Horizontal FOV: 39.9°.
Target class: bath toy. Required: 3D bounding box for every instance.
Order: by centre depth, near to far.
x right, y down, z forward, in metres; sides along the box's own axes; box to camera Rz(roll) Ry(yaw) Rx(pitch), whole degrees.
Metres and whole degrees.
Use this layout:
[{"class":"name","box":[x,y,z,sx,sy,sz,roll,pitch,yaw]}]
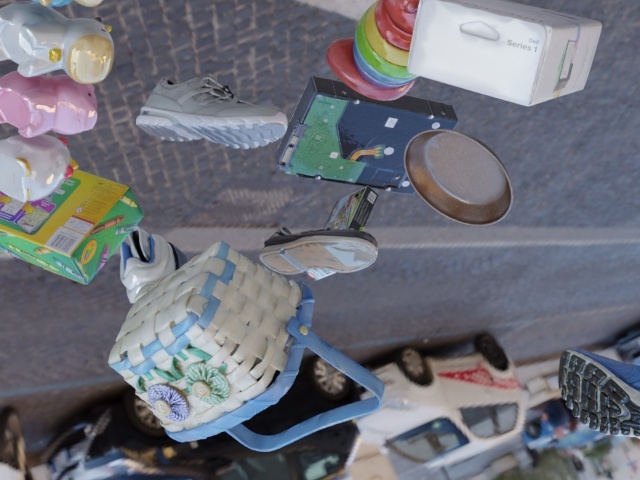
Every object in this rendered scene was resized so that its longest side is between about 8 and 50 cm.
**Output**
[{"class":"bath toy","box":[-0.354,-0.203,1.171,0.129,0.151,0.348,-51,168,-52]}]

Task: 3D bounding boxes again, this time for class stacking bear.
[{"class":"stacking bear","box":[0.142,-0.378,1.563,0.175,0.164,0.289,-36,175,-19]}]

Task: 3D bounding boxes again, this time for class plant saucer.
[{"class":"plant saucer","box":[0.230,-0.110,1.444,0.036,0.198,0.198,-50,175,-33]}]

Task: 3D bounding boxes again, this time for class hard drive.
[{"class":"hard drive","box":[0.096,-0.221,1.907,0.339,0.064,0.237,6,136,-22]}]

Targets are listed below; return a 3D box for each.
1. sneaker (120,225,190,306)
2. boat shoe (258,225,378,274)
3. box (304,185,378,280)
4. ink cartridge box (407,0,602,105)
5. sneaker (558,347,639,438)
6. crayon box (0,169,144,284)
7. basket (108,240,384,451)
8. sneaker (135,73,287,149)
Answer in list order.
[{"class":"sneaker","box":[-0.281,0.053,1.712,0.130,0.236,0.323,-20,-161,17]},{"class":"boat shoe","box":[0.000,0.000,1.170,0.206,0.065,0.075,-8,137,47]},{"class":"box","box":[0.044,-0.015,1.874,0.036,0.207,0.114,39,144,-21]},{"class":"ink cartridge box","box":[0.284,-0.296,1.341,0.278,0.201,0.117,-24,130,-56]},{"class":"sneaker","box":[0.567,0.277,1.538,0.147,0.330,0.130,-20,124,-39]},{"class":"crayon box","box":[-0.467,-0.046,1.512,0.165,0.278,0.081,-56,151,-31]},{"class":"basket","box":[-0.098,0.159,1.101,0.289,0.201,0.255,37,132,-25]},{"class":"sneaker","box":[-0.179,-0.225,1.453,0.281,0.115,0.105,9,168,25]}]
